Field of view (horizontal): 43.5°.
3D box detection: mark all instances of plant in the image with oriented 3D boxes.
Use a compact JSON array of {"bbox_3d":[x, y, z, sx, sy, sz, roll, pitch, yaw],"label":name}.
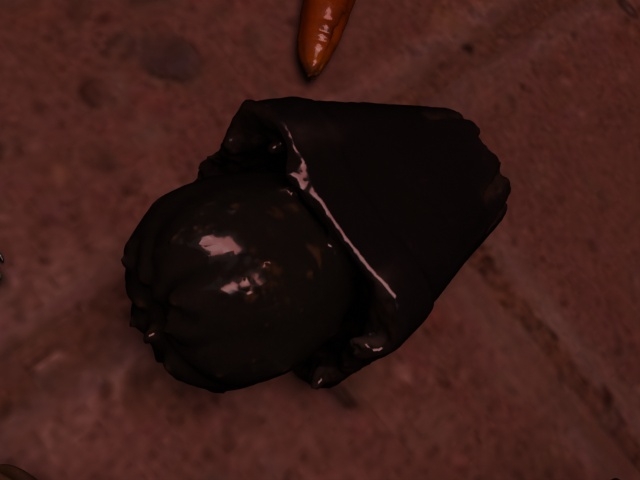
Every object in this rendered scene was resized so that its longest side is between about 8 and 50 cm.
[{"bbox_3d":[0.000,0.000,0.495,0.256,0.142,0.164,-23,80,-36],"label":"plant"}]

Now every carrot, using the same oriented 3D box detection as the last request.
[{"bbox_3d":[0.013,-0.251,0.634,0.066,0.062,0.271,14,68,-50],"label":"carrot"}]

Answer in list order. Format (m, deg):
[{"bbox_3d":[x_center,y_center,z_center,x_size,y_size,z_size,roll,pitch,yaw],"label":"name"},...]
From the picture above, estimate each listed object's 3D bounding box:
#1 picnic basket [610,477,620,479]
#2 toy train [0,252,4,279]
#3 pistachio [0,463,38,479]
[{"bbox_3d":[0.270,0.224,0.419,0.321,0.291,0.254,-43,88,-17],"label":"picnic basket"},{"bbox_3d":[-0.232,-0.001,0.477,0.092,0.029,0.045,44,72,-1],"label":"toy train"},{"bbox_3d":[-0.151,0.213,0.379,0.136,0.136,0.225,-9,68,-21],"label":"pistachio"}]
